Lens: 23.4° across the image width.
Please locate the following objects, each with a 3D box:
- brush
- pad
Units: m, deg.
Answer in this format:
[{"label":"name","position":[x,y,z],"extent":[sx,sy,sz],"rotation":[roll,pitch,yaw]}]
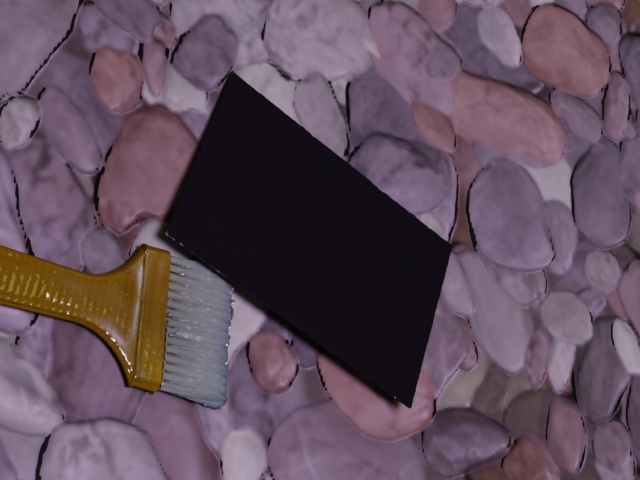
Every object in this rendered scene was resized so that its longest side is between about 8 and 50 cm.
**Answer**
[{"label":"brush","position":[-0.138,0.027,0.808],"extent":[0.218,0.010,0.082],"rotation":[17,66,-32]},{"label":"pad","position":[0.000,0.000,0.920],"extent":[0.190,0.004,0.127],"rotation":[37,50,-23]}]
